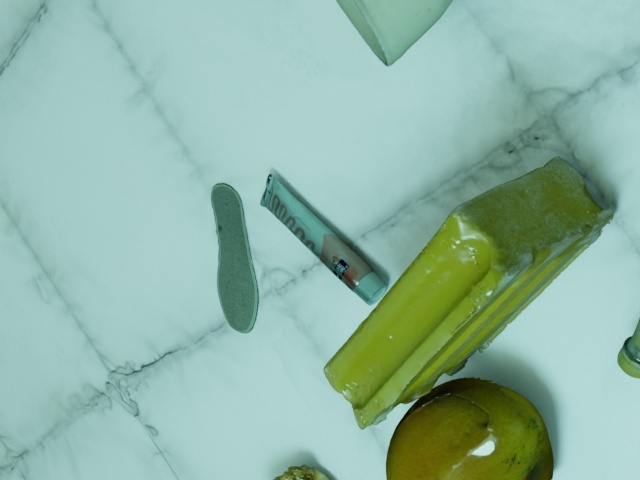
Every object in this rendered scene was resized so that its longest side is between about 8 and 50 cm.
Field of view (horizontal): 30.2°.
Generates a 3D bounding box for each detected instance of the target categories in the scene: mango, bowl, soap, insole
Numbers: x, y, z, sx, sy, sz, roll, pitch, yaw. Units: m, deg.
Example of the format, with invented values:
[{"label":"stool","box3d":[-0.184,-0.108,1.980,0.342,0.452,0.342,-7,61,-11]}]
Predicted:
[{"label":"mango","box3d":[0.165,0.247,1.363,0.166,0.136,0.236,54,134,10]},{"label":"bowl","box3d":[0.043,-0.311,1.095,0.277,0.145,0.277,57,-178,-3]},{"label":"soap","box3d":[0.146,0.058,1.223,0.091,0.199,0.315,50,139,15]},{"label":"insole","box3d":[-0.117,0.029,1.602,0.080,0.003,0.232,20,126,36]}]

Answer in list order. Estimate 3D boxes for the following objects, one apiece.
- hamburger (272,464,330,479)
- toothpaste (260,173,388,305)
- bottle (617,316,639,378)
[{"label":"hamburger","box3d":[-0.021,0.389,1.667,0.147,0.083,0.138,53,134,1]},{"label":"toothpaste","box3d":[0.000,0.000,1.452,0.205,0.036,0.056,43,138,22]},{"label":"bottle","box3d":[0.345,0.034,1.102,0.083,0.083,0.269,40,139,20]}]
